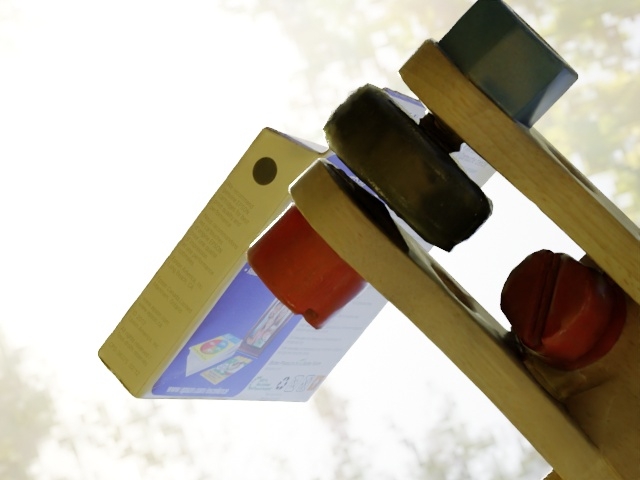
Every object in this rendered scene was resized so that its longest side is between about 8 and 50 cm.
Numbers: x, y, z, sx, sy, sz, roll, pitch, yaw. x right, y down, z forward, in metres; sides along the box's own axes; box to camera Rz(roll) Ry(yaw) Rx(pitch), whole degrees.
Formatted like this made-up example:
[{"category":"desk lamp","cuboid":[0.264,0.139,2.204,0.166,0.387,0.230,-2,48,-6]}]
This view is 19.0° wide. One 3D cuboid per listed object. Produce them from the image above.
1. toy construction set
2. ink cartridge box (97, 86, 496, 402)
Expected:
[{"category":"toy construction set","cuboid":[0.103,0.105,0.581,0.257,0.309,0.237,22,-10,39]},{"category":"ink cartridge box","cuboid":[0.000,0.000,1.043,0.045,0.208,0.206,45,14,22]}]
